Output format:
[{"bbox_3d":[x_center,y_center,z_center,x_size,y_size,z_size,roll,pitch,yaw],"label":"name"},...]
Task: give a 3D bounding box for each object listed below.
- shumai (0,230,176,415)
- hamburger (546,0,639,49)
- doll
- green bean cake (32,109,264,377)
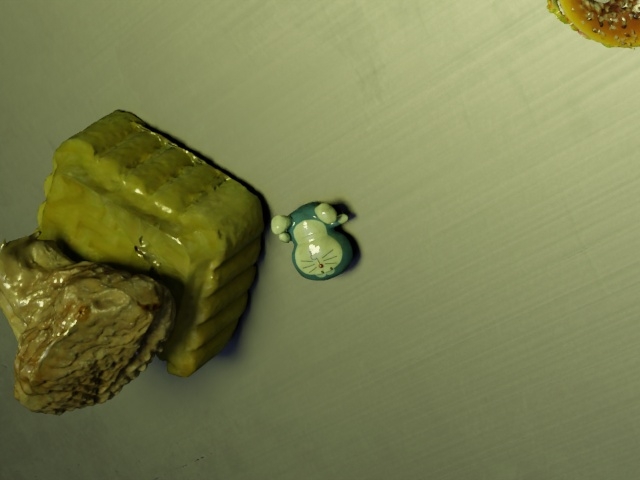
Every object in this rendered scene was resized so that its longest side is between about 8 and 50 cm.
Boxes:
[{"bbox_3d":[-0.254,0.067,1.519,0.206,0.166,0.175,-46,63,38],"label":"shumai"},{"bbox_3d":[0.249,-0.218,1.222,0.141,0.081,0.126,7,118,29],"label":"hamburger"},{"bbox_3d":[0.000,0.000,1.525,0.076,0.050,0.083,-17,104,20],"label":"doll"},{"bbox_3d":[-0.194,0.012,1.611,0.236,0.124,0.233,30,128,16],"label":"green bean cake"}]
